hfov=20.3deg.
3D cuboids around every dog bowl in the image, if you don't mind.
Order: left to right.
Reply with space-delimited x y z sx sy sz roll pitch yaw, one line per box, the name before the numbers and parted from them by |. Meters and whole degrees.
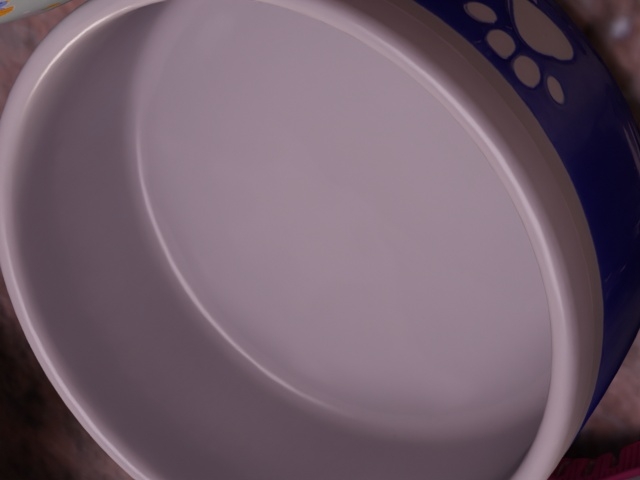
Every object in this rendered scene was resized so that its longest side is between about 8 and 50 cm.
dog bowl | 0.000 0.000 0.739 0.265 0.104 0.265 15 122 25

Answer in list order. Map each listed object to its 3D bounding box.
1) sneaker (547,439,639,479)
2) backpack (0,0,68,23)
sneaker | 0.100 0.152 0.811 0.252 0.103 0.111 0 121 32
backpack | -0.129 -0.151 0.643 0.166 0.188 0.144 -18 88 39
